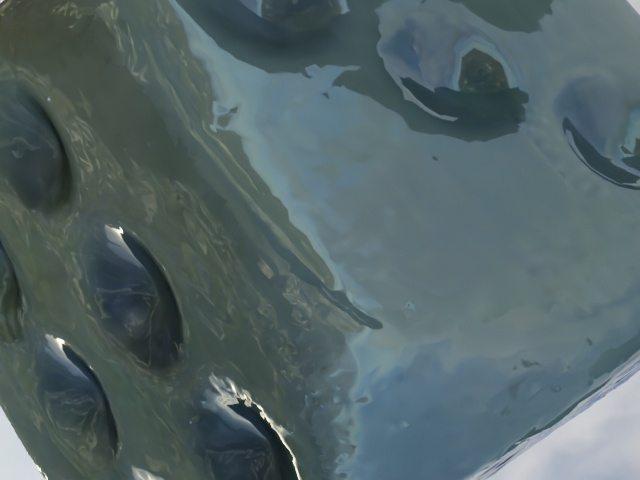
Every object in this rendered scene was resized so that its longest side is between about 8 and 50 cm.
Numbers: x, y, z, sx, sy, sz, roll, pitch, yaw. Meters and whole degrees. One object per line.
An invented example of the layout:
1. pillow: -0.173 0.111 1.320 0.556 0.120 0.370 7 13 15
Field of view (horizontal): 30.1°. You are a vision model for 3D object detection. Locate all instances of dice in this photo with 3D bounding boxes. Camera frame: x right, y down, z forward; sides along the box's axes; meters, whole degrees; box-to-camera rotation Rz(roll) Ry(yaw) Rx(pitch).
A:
1. dice: 0.000 0.000 0.556 0.262 0.268 0.264 -24 162 -37
